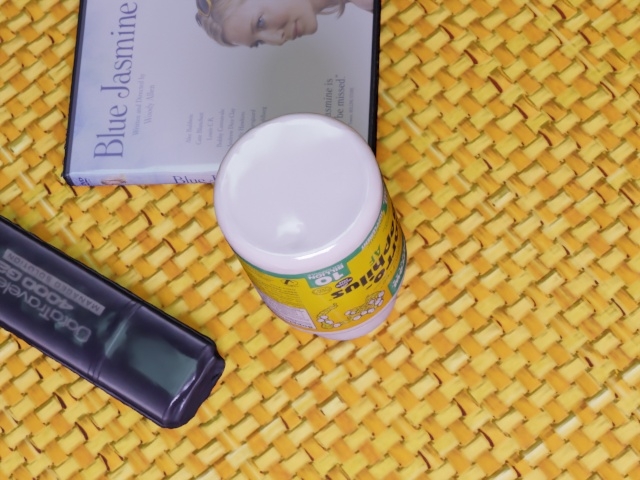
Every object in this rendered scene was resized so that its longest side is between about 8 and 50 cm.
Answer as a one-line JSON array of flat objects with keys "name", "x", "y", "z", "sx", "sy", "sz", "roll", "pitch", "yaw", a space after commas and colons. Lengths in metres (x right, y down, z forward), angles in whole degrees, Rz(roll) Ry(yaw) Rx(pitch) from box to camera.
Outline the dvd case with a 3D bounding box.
[{"name": "dvd case", "x": -0.078, "y": -0.132, "z": 1.551, "sx": 0.253, "sy": 0.022, "sz": 0.180, "roll": -1, "pitch": 69, "yaw": 10}]

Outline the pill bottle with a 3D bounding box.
[{"name": "pill bottle", "x": 0.000, "y": 0.000, "z": 1.385, "sx": 0.117, "sy": 0.208, "sz": 0.118, "roll": -3, "pitch": 68, "yaw": 9}]

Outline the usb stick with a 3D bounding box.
[{"name": "usb stick", "x": -0.201, "y": 0.052, "z": 1.490, "sx": 0.278, "sy": 0.045, "sz": 0.077, "roll": 29, "pitch": 84, "yaw": 19}]
